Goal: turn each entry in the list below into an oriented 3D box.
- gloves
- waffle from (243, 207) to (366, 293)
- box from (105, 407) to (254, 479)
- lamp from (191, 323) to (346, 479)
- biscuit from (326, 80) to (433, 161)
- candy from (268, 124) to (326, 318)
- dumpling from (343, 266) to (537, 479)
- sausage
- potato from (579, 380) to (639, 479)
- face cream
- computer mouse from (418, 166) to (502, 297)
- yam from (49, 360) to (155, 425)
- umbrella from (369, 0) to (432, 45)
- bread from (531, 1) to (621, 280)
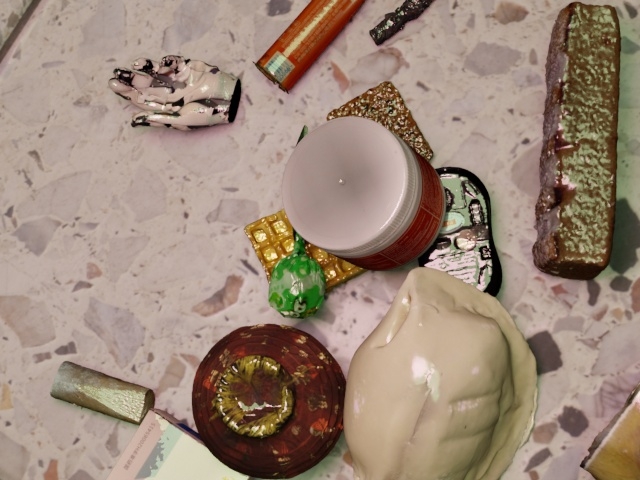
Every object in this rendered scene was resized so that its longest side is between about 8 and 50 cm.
[{"bbox_3d":[-0.250,-0.250,1.779,0.212,0.111,0.128,11,105,8],"label":"gloves"},{"bbox_3d":[0.000,0.000,1.710,0.211,0.055,0.160,-28,76,3],"label":"waffle"},{"bbox_3d":[-0.274,0.461,1.651,0.200,0.065,0.343,31,84,14],"label":"box"},{"bbox_3d":[-0.078,0.241,1.588,0.247,0.247,0.247,-2,78,9],"label":"lamp"},{"bbox_3d":[0.115,-0.142,1.737,0.131,0.026,0.237,-29,75,4],"label":"biscuit"},{"bbox_3d":[-0.033,-0.035,1.660,0.097,0.097,0.323,-2,71,9],"label":"candy"},{"bbox_3d":[0.190,0.251,1.549,0.315,0.233,0.395,15,88,-20],"label":"dumpling"},{"bbox_3d":[0.001,-0.369,1.780,0.083,0.083,0.264,40,85,14],"label":"sausage"},{"bbox_3d":[0.528,0.261,1.477,0.196,0.246,0.300,40,89,22],"label":"potato"},{"bbox_3d":[0.068,-0.065,1.568,0.201,0.187,0.201,-6,76,24],"label":"face cream"},{"bbox_3d":[0.209,0.001,1.658,0.137,0.096,0.233,-10,79,15],"label":"computer mouse"},{"bbox_3d":[-0.356,0.249,1.708,0.169,0.068,0.068,16,81,13],"label":"yam"},{"bbox_3d":[0.144,-0.385,1.778,0.144,0.040,0.037,-39,67,-2],"label":"umbrella"},{"bbox_3d":[0.397,-0.153,1.626,0.113,0.165,0.417,5,78,4],"label":"bread"}]
